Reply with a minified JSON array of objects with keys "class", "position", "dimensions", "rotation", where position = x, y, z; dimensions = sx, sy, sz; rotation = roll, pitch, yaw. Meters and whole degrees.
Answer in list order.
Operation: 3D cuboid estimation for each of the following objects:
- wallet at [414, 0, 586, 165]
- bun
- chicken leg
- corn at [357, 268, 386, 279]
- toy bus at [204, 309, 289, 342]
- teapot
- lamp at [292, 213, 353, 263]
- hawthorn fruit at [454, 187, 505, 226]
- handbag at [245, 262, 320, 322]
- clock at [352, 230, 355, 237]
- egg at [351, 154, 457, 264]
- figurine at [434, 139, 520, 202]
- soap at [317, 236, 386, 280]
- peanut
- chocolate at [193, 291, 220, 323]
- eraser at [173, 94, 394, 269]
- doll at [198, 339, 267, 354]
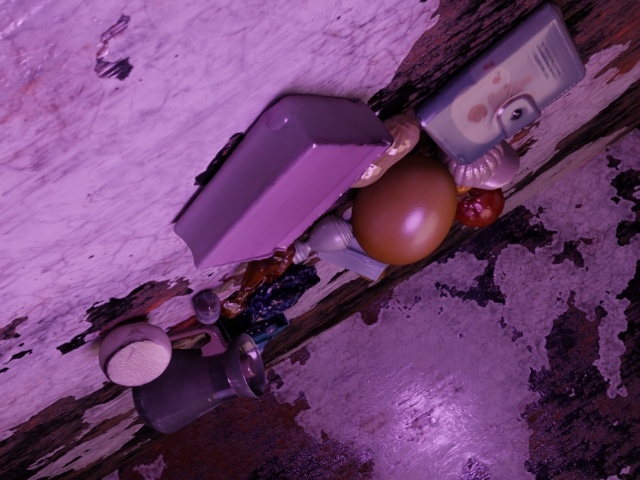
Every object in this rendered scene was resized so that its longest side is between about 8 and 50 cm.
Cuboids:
[{"class":"wallet","position":[0.406,-0.331,1.328],"dimensions":[0.360,0.083,0.252],"rotation":[-38,137,18]},{"class":"bun","position":[-0.460,0.269,1.473],"dimensions":[0.173,0.120,0.172],"rotation":[-15,131,-19]},{"class":"chicken leg","position":[-0.176,0.098,1.553],"dimensions":[0.113,0.093,0.304],"rotation":[3,137,-51]},{"class":"corn","position":[0.184,0.099,2.335],"dimensions":[0.106,0.106,0.305],"rotation":[-36,161,10]},{"class":"toy bus","position":[-0.246,0.292,1.992],"dimensions":[0.256,0.128,0.147],"rotation":[-14,158,-47]},{"class":"teapot","position":[-0.366,0.396,1.770],"dimensions":[0.344,0.300,0.253],"rotation":[-19,-157,8]},{"class":"lamp","position":[0.000,0.000,1.631],"dimensions":[0.193,0.106,0.106],"rotation":[-27,166,7]},{"class":"hawthorn fruit","position":[0.546,-0.145,2.134],"dimensions":[0.205,0.205,0.253],"rotation":[-40,157,23]},{"class":"handbag","position":[-0.119,0.157,1.854],"dimensions":[0.260,0.113,0.162],"rotation":[-22,168,-41]},{"class":"clock","position":[0.221,-0.050,1.817],"dimensions":[0.248,0.090,0.227],"rotation":[-35,139,-1]},{"class":"egg","position":[0.214,-0.079,1.520],"dimensions":[0.250,0.250,0.322],"rotation":[-22,154,-37]},{"class":"figurine","position":[0.367,-0.207,1.623],"dimensions":[0.205,0.185,0.332],"rotation":[7,167,-24]},{"class":"soap","position":[0.097,0.041,1.765],"dimensions":[0.119,0.198,0.066],"rotation":[110,3,-65]},{"class":"peanut","position":[0.121,-0.188,1.286],"dimensions":[0.214,0.090,0.099],"rotation":[-43,175,30]},{"class":"chocolate","position":[-0.307,0.185,1.623],"dimensions":[0.072,0.072,0.167],"rotation":[-29,166,-17]},{"class":"eraser","position":[-0.068,-0.105,1.107],"dimensions":[0.272,0.122,0.359],"rotation":[-11,153,-51]},{"class":"doll","position":[-0.309,0.392,2.156],"dimensions":[0.314,0.141,0.177],"rotation":[-7,135,-50]}]
